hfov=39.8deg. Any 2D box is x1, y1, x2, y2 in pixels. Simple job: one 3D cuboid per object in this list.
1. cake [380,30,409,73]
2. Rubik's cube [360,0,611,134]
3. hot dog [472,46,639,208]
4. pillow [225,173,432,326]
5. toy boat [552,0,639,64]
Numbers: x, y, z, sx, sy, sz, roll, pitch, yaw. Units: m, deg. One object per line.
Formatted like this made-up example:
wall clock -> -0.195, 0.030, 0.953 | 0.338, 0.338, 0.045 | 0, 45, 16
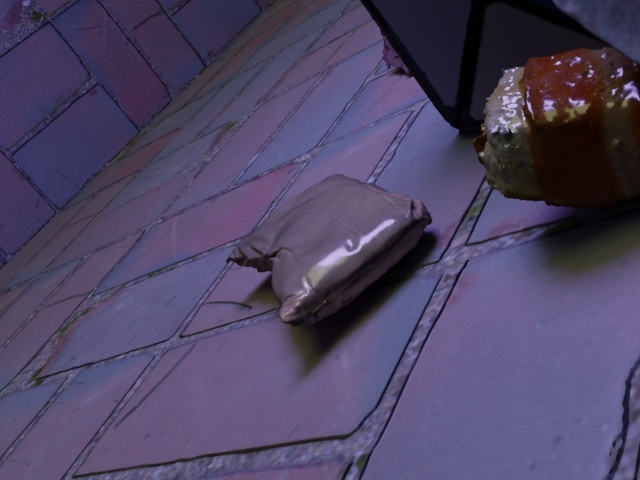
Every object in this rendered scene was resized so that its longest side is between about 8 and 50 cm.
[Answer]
cake -> 0.200, -0.370, 1.310 | 0.295, 0.113, 0.116 | -36, 20, -14
Rubik's cube -> 0.215, -0.321, 0.848 | 0.305, 0.310, 0.307 | -47, 19, -26
hot dog -> 0.214, -0.083, 0.633 | 0.213, 0.103, 0.146 | -2, 38, 29
pillow -> 0.000, 0.000, 0.868 | 0.173, 0.067, 0.270 | -35, 19, -10
toy boat -> 0.265, -0.223, 0.601 | 0.293, 0.276, 0.111 | -27, -25, -30
